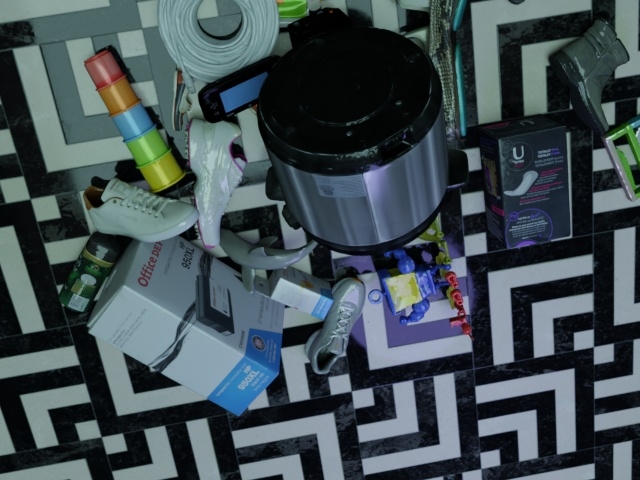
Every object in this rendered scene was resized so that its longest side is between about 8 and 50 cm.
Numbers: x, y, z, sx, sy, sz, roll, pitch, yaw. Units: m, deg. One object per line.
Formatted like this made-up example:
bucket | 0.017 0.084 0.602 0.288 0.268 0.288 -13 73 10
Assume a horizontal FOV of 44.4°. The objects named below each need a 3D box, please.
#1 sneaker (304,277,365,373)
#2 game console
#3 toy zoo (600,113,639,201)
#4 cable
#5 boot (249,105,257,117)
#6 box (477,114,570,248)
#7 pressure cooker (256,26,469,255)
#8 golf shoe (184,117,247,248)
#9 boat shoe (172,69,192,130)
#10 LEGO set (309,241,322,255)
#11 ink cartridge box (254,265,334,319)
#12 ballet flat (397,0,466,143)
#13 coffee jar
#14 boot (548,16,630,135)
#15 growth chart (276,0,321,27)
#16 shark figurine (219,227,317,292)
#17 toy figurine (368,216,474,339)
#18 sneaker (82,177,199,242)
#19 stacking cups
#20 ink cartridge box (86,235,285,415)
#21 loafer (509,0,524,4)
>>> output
sneaker | 0.048 0.220 1.944 0.099 0.121 0.262 19 108 -14
game console | -0.086 -0.343 1.668 0.361 0.044 0.213 -27 142 -8
toy zoo | 0.850 -0.245 1.903 0.293 0.030 0.192 -29 112 6
cable | -0.212 -0.462 1.646 0.257 0.089 0.257 -24 108 10
boot | -0.124 -0.311 1.748 0.158 0.059 0.084 34 99 -17
box | 0.478 -0.140 1.839 0.165 0.143 0.270 -11 112 -4
pressure cooker | 0.077 -0.174 1.622 0.375 0.370 0.420 -42 147 -15
golf shoe | -0.231 -0.127 1.779 0.140 0.115 0.306 -5 112 -9
boat shoe | -0.305 -0.308 1.733 0.043 0.049 0.137 4 106 -11
LEGO set | -0.003 -0.001 1.907 0.083 0.023 0.054 -26 111 18
ink cartridge box | -0.065 0.113 1.896 0.181 0.104 0.061 23 107 -15
ballet flat | 0.243 -0.446 1.697 0.182 0.164 0.483 6 114 12
coffee jar | -0.535 0.070 1.828 0.079 0.096 0.184 28 105 -17
boot | 0.649 -0.375 1.805 0.161 0.083 0.246 -35 113 1
growth chart | -0.090 -0.566 1.669 0.172 0.021 0.237 -11 114 -2
shark figurine | -0.104 0.019 1.815 0.278 0.116 0.166 -8 69 2
toy figurine | 0.212 0.094 1.885 0.217 0.191 0.362 -18 112 6
sneaker | -0.405 -0.072 1.712 0.290 0.106 0.123 2 133 27
stacking cups | -0.414 -0.257 1.712 0.096 0.096 0.316 -27 112 4
ink cartridge box | -0.289 0.169 1.782 0.395 0.285 0.166 33 116 -18
loafer | 0.408 -0.589 1.697 0.062 0.061 0.170 -29 113 4
